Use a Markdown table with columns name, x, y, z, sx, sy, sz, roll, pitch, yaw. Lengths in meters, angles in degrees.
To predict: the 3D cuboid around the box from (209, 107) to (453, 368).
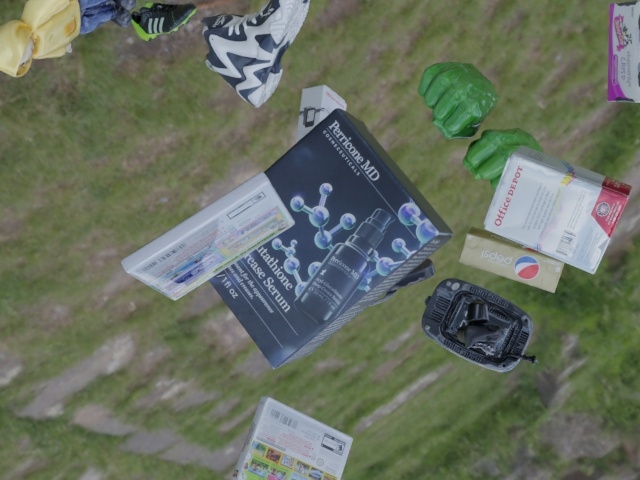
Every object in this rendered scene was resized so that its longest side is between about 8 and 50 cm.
| name | x | y | z | sx | sy | sz | roll | pitch | yaw |
| --- | --- | --- | --- | --- | --- | --- | --- | --- | --- |
| box | 0.000 | 0.000 | 1.570 | 0.395 | 0.294 | 0.212 | -41 | 169 | 12 |

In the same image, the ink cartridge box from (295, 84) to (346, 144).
| name | x | y | z | sx | sy | sz | roll | pitch | yaw |
| --- | --- | --- | --- | --- | --- | --- | --- | --- | --- |
| ink cartridge box | 0.002 | -0.268 | 1.933 | 0.063 | 0.151 | 0.109 | -3 | 162 | 32 |

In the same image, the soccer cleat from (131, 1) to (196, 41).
| name | x | y | z | sx | sy | sz | roll | pitch | yaw |
| --- | --- | --- | --- | --- | --- | --- | --- | --- | --- |
| soccer cleat | -0.328 | -0.461 | 1.715 | 0.178 | 0.072 | 0.060 | -7 | -138 | 41 |

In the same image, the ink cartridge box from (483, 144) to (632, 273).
| name | x | y | z | sx | sy | sz | roll | pitch | yaw |
| --- | --- | --- | --- | --- | --- | --- | --- | --- | --- |
| ink cartridge box | 0.346 | -0.049 | 1.223 | 0.072 | 0.175 | 0.128 | -35 | 146 | -60 |

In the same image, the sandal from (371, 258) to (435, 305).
| name | x | y | z | sx | sy | sz | roll | pitch | yaw |
| --- | --- | --- | --- | --- | --- | --- | --- | --- | --- |
| sandal | 0.124 | 0.107 | 1.770 | 0.254 | 0.055 | 0.097 | -17 | -161 | 2 |

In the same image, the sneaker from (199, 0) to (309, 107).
| name | x | y | z | sx | sy | sz | roll | pitch | yaw |
| --- | --- | --- | --- | --- | --- | --- | --- | --- | --- |
| sneaker | -0.119 | -0.343 | 1.329 | 0.094 | 0.153 | 0.235 | -54 | 173 | -43 |

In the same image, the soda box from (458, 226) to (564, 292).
| name | x | y | z | sx | sy | sz | roll | pitch | yaw |
| --- | --- | --- | --- | --- | --- | --- | --- | --- | --- |
| soda box | 0.349 | 0.033 | 1.522 | 0.058 | 0.181 | 0.061 | -35 | 141 | -66 |

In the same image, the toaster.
| name | x | y | z | sx | sy | sz | roll | pitch | yaw |
| --- | --- | --- | --- | --- | --- | --- | --- | --- | --- |
| toaster | 0.301 | 0.160 | 1.531 | 0.129 | 0.226 | 0.146 | -65 | 162 | -1 |

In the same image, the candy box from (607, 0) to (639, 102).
| name | x | y | z | sx | sy | sz | roll | pitch | yaw |
| --- | --- | --- | --- | --- | --- | --- | --- | --- | --- |
| candy box | 0.577 | -0.314 | 1.376 | 0.233 | 0.071 | 0.159 | -9 | 103 | -31 |

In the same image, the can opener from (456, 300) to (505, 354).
| name | x | y | z | sx | sy | sz | roll | pitch | yaw |
| --- | --- | --- | --- | --- | --- | --- | --- | --- | --- |
| can opener | 0.238 | 0.137 | 1.241 | 0.186 | 0.059 | 0.073 | 71 | 32 | -77 |

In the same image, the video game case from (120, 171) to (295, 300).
| name | x | y | z | sx | sy | sz | roll | pitch | yaw |
| --- | --- | --- | --- | --- | --- | --- | --- | --- | --- |
| video game case | -0.143 | 0.000 | 1.124 | 0.212 | 0.023 | 0.193 | -33 | 163 | -1 |

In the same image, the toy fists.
| name | x | y | z | sx | sy | sz | roll | pitch | yaw |
| --- | --- | --- | --- | --- | --- | --- | --- | --- | --- |
| toy fists | 0.270 | -0.185 | 1.405 | 0.096 | 0.279 | 0.142 | -39 | 172 | 29 |

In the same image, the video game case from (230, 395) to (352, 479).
| name | x | y | z | sx | sy | sz | roll | pitch | yaw |
| --- | --- | --- | --- | --- | --- | --- | --- | --- | --- |
| video game case | -0.055 | 0.423 | 1.531 | 0.227 | 0.026 | 0.207 | 33 | 66 | -33 |

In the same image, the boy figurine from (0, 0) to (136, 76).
| name | x | y | z | sx | sy | sz | roll | pitch | yaw |
| --- | --- | --- | --- | --- | --- | --- | --- | --- | --- |
| boy figurine | -0.455 | -0.378 | 1.449 | 0.285 | 0.092 | 0.177 | -42 | 174 | -39 |
